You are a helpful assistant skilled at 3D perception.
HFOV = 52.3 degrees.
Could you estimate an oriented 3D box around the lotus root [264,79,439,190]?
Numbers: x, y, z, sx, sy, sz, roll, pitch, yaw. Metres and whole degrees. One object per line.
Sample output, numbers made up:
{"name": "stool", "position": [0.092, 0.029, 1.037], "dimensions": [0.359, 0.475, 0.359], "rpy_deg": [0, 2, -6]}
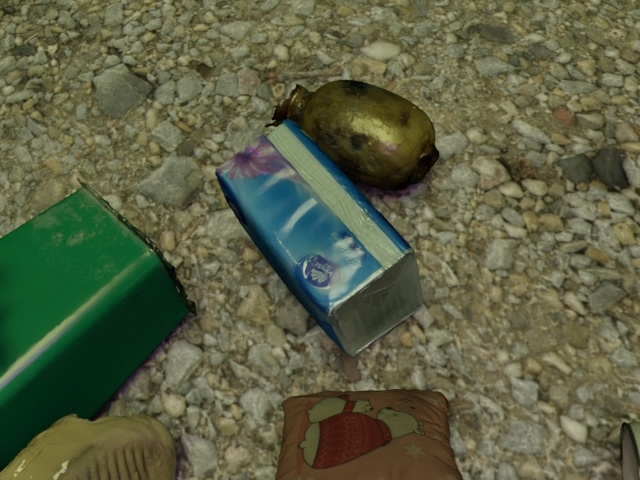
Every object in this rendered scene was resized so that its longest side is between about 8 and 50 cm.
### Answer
{"name": "lotus root", "position": [0.045, -0.171, 0.982], "dimensions": [0.278, 0.154, 0.154], "rpy_deg": [24, 69, 21]}

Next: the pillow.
{"name": "pillow", "position": [0.047, 0.243, 0.754], "dimensions": [0.223, 0.236, 0.084], "rpy_deg": [-10, 106, 6]}

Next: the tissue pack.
{"name": "tissue pack", "position": [0.000, 0.000, 0.872], "dimensions": [0.146, 0.198, 0.263], "rpy_deg": [-36, 62, -7]}

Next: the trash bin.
{"name": "trash bin", "position": [-0.381, 0.120, 0.833], "dimensions": [0.259, 0.295, 0.381], "rpy_deg": [36, 67, 23]}

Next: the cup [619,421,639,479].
{"name": "cup", "position": [0.471, 0.255, 0.674], "dimensions": [0.279, 0.196, 0.197], "rpy_deg": [-5, 62, 15]}

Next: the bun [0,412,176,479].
{"name": "bun", "position": [-0.284, 0.298, 0.770], "dimensions": [0.116, 0.210, 0.237], "rpy_deg": [21, 53, 35]}
